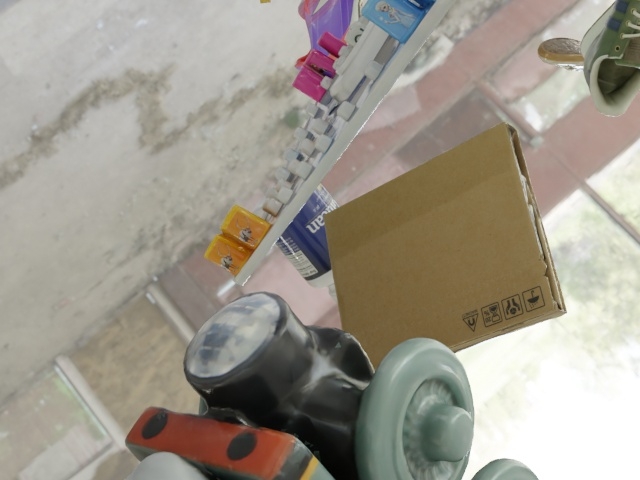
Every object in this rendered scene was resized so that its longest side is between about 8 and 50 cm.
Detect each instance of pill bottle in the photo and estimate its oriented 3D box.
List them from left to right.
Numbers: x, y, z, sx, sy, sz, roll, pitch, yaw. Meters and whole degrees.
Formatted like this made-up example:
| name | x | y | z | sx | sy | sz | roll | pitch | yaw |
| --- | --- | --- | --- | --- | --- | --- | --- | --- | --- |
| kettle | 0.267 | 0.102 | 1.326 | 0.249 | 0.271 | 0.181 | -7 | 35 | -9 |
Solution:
| name | x | y | z | sx | sy | sz | roll | pitch | yaw |
| --- | --- | --- | --- | --- | --- | --- | --- | --- | --- |
| pill bottle | 0.000 | 0.000 | 1.115 | 0.094 | 0.169 | 0.094 | -37 | -167 | 10 |

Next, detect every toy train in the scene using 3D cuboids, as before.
| name | x | y | z | sx | sy | sz | roll | pitch | yaw |
| --- | --- | --- | --- | --- | --- | --- | --- | --- | --- |
| toy train | 0.023 | 0.182 | 0.417 | 0.142 | 0.334 | 0.190 | 0 | -135 | 42 |

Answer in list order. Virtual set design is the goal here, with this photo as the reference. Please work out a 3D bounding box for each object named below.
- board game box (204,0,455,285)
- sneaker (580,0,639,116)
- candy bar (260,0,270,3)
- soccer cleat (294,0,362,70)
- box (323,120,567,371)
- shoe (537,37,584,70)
| name | x | y | z | sx | sy | sz | roll | pitch | yaw |
| --- | --- | --- | --- | --- | --- | --- | --- | --- | --- |
| board game box | 0.037 | -0.198 | 0.853 | 0.390 | 0.050 | 0.390 | -52 | -168 | 43 |
| sneaker | 0.266 | -0.177 | 0.710 | 0.192 | 0.064 | 0.086 | 106 | -7 | -60 |
| candy bar | -0.149 | -0.565 | 1.823 | 0.018 | 0.161 | 0.040 | -41 | -152 | -22 |
| soccer cleat | 0.019 | -0.413 | 1.430 | 0.108 | 0.116 | 0.318 | -75 | 170 | -58 |
| box | 0.093 | 0.015 | 0.735 | 0.201 | 0.164 | 0.021 | -27 | 152 | 36 |
| shoe | 0.497 | -0.337 | 1.647 | 0.219 | 0.076 | 0.058 | -4 | 129 | -23 |
